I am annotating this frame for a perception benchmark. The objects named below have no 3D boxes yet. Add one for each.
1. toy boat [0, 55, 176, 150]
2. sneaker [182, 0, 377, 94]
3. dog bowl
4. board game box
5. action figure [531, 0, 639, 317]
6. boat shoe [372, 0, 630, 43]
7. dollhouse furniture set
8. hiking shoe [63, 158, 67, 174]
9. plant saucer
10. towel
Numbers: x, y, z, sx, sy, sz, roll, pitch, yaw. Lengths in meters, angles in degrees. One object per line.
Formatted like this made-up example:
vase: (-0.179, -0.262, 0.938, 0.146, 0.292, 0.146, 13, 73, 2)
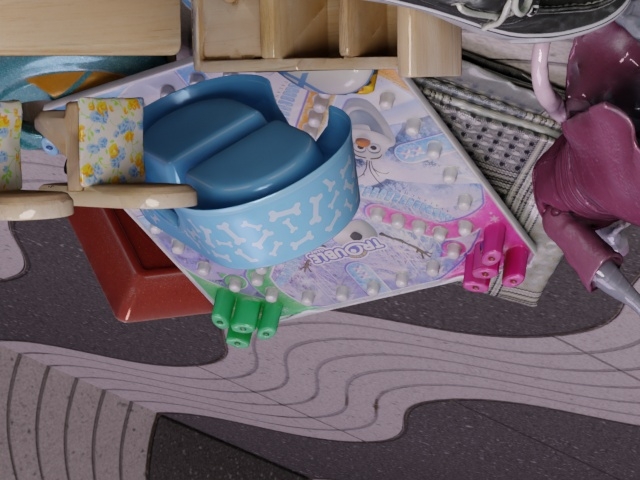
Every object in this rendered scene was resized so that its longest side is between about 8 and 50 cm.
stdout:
toy boat: (-0.223, -0.139, 2.143, 0.267, 0.148, 0.318, -23, 142, 37)
sneaker: (-0.051, -0.205, 1.834, 0.237, 0.085, 0.086, 35, -163, 22)
dog bowl: (-0.073, -0.059, 1.723, 0.297, 0.166, 0.074, 28, 145, 56)
board game box: (-0.034, -0.044, 2.060, 0.390, 0.050, 0.390, -14, 134, 30)
action figure: (0.257, -0.062, 1.820, 0.275, 0.248, 0.370, 20, 160, -7)
boat shoe: (0.134, -0.221, 1.553, 0.306, 0.113, 0.105, 12, 178, -29)
dollhouse furniture set: (-0.108, -0.207, 1.572, 0.256, 0.362, 0.394, 3, -174, 43)
hiking shoe: (-0.257, -0.025, 2.629, 0.113, 0.132, 0.304, 10, 162, 23)
plant saucer: (-0.151, -0.009, 2.376, 0.258, 0.048, 0.259, -6, -144, -22)
towel: (0.138, -0.065, 2.055, 0.312, 0.056, 0.324, 20, 139, -5)
